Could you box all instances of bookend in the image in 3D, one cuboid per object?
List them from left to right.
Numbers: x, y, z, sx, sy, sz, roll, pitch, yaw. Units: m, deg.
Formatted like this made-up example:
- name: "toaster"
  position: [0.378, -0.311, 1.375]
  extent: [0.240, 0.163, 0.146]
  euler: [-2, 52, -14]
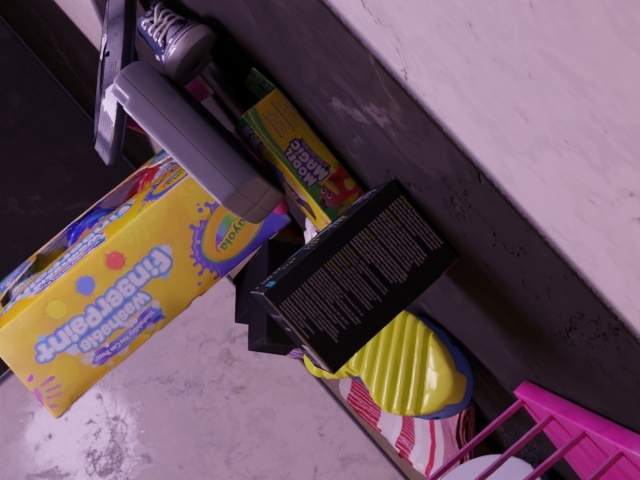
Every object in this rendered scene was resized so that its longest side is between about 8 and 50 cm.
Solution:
- name: "bookend"
  position: [-0.070, 0.102, 1.750]
  extent: [0.072, 0.157, 0.156]
  euler: [9, 153, -20]

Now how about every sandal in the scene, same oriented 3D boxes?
- name: "sandal"
  position: [0.106, 0.151, 1.539]
  extent: [0.138, 0.126, 0.317]
  euler: [18, -179, -27]

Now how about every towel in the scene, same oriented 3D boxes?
- name: "towel"
  position: [0.115, 0.230, 1.801]
  extent: [0.329, 0.037, 0.237]
  euler: [42, 148, 43]

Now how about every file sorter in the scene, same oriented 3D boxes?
- name: "file sorter"
  position: [0.244, 0.289, 1.133]
  extent: [0.202, 0.182, 0.290]
  euler: [52, 171, -14]

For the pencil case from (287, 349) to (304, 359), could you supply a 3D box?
- name: "pencil case"
  position: [-0.010, 0.114, 1.825]
  extent: [0.086, 0.088, 0.206]
  euler: [16, 156, -15]

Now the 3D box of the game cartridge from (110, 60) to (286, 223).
- name: "game cartridge"
  position: [-0.124, -0.103, 1.365]
  extent: [0.198, 0.062, 0.297]
  euler: [41, -177, 1]

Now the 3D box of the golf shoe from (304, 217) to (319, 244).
- name: "golf shoe"
  position: [0.000, 0.000, 1.514]
  extent: [0.086, 0.069, 0.176]
  euler: [52, 172, 22]

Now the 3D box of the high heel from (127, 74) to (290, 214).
- name: "high heel"
  position: [-0.145, -0.105, 1.599]
  extent: [0.244, 0.117, 0.082]
  euler: [53, 171, -22]

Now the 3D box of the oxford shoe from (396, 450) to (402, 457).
- name: "oxford shoe"
  position: [0.163, 0.286, 1.974]
  extent: [0.096, 0.083, 0.227]
  euler: [13, 149, 29]

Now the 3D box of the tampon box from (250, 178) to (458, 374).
- name: "tampon box"
  position: [0.030, 0.035, 1.166]
  extent: [0.101, 0.161, 0.120]
  euler: [49, 173, -3]

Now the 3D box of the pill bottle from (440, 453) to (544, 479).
- name: "pill bottle"
  position: [0.282, 0.450, 1.585]
  extent: [0.361, 0.204, 0.204]
  euler: [55, 170, -32]

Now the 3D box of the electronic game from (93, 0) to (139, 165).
- name: "electronic game"
  position: [-0.244, -0.204, 1.480]
  extent: [0.048, 0.229, 0.229]
  euler: [5, -179, -13]

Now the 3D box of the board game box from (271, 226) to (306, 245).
- name: "board game box"
  position: [-0.042, 0.036, 1.953]
  extent: [0.147, 0.045, 0.193]
  euler: [54, 170, -29]

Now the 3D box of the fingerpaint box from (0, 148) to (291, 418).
- name: "fingerpaint box"
  position: [-0.302, 0.030, 1.897]
  extent: [0.163, 0.445, 0.371]
  euler: [52, 172, -16]

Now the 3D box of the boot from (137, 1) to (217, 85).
- name: "boot"
  position: [-0.166, -0.223, 1.340]
  extent: [0.086, 0.069, 0.190]
  euler: [46, 173, -3]

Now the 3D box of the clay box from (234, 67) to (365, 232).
- name: "clay box"
  position: [-0.019, -0.077, 1.294]
  extent: [0.222, 0.053, 0.127]
  euler: [49, 173, -4]
